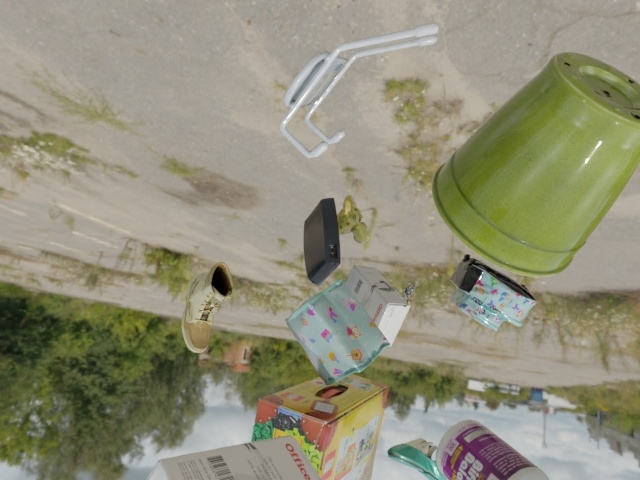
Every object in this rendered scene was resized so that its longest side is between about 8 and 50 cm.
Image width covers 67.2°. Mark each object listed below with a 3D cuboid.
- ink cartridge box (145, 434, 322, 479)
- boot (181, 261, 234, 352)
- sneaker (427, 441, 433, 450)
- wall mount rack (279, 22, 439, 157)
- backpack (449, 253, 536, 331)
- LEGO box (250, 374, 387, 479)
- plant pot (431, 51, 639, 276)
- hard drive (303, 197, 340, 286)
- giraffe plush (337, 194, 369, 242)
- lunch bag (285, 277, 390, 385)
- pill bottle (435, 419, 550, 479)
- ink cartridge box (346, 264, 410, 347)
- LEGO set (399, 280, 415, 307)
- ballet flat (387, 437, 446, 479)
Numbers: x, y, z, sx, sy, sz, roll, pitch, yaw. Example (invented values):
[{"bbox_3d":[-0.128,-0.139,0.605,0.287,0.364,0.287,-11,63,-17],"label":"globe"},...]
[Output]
[{"bbox_3d":[-0.115,0.427,0.735,0.273,0.115,0.198,15,-156,-47],"label":"ink cartridge box"},{"bbox_3d":[-0.353,0.212,1.524,0.095,0.262,0.203,16,153,-34],"label":"boot"},{"bbox_3d":[0.360,0.746,1.660,0.072,0.077,0.178,-10,143,13],"label":"sneaker"},{"bbox_3d":[0.068,-0.305,0.904,0.130,0.304,0.350,42,-158,-4],"label":"wall mount rack"},{"bbox_3d":[0.562,0.184,1.583,0.253,0.191,0.225,25,-174,2],"label":"backpack"},{"bbox_3d":[-0.001,0.600,1.341,0.193,0.372,0.500,10,178,25],"label":"LEGO box"},{"bbox_3d":[0.479,-0.175,1.002,0.366,0.366,0.353,12,137,-13],"label":"plant pot"},{"bbox_3d":[0.000,0.000,1.552,0.054,0.255,0.172,12,143,-24],"label":"hard drive"},{"bbox_3d":[0.064,-0.049,1.732,0.170,0.181,0.210,-25,178,13],"label":"giraffe plush"},{"bbox_3d":[0.024,0.252,1.278,0.160,0.223,0.262,-33,173,-33],"label":"lunch bag"},{"bbox_3d":[0.423,0.570,1.122,0.169,0.169,0.301,16,-175,-27],"label":"pill bottle"},{"bbox_3d":[0.157,0.200,1.470,0.092,0.160,0.219,8,-155,-31],"label":"ink cartridge box"},{"bbox_3d":[0.227,0.138,1.224,0.023,0.054,0.083,34,163,43],"label":"LEGO set"},{"bbox_3d":[0.273,0.576,1.275,0.247,0.087,0.083,39,155,-25],"label":"ballet flat"}]
